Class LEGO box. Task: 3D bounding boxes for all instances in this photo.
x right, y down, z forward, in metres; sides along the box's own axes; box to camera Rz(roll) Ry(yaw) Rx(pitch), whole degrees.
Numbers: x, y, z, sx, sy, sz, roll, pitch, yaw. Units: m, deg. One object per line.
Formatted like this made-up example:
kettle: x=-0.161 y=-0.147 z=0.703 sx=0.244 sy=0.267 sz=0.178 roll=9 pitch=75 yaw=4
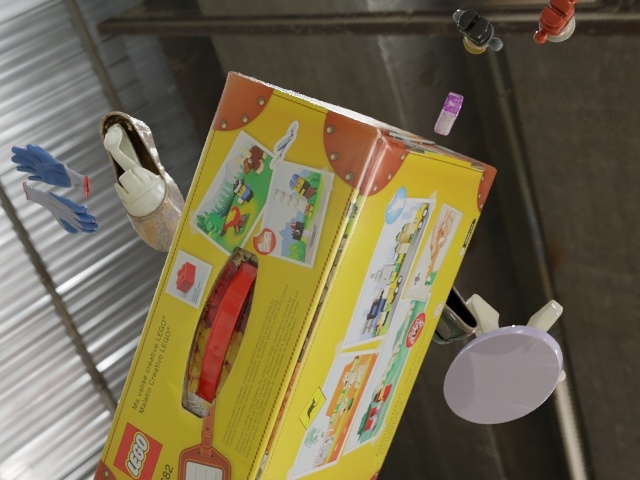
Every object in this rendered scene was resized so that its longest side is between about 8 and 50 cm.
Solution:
LEGO box: x=-0.016 y=0.097 z=1.057 sx=0.193 sy=0.372 sz=0.500 roll=25 pitch=-80 yaw=26

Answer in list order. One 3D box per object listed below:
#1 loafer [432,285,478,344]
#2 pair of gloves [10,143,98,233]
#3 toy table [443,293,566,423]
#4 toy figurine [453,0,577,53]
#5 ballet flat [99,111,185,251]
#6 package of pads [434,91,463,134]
loafer: x=0.176 y=0.050 z=1.493 sx=0.084 sy=0.096 sz=0.267 roll=-21 pitch=-74 yaw=52
pair of gloves: x=-0.465 y=-0.084 z=1.568 sx=0.159 sy=0.023 sz=0.198 roll=25 pitch=-37 yaw=12
toy table: x=0.373 y=0.231 z=1.764 sx=0.274 sy=0.161 sz=0.252 roll=-33 pitch=-80 yaw=37
toy figurine: x=0.326 y=-0.429 z=1.518 sx=0.210 sy=0.148 sz=0.213 roll=-9 pitch=-90 yaw=16
ballet flat: x=-0.326 y=-0.112 z=1.582 sx=0.316 sy=0.107 sz=0.106 roll=58 pitch=7 yaw=35
package of pads: x=0.242 y=-0.238 z=1.688 sx=0.032 sy=0.050 sz=0.083 roll=21 pitch=-18 yaw=3
